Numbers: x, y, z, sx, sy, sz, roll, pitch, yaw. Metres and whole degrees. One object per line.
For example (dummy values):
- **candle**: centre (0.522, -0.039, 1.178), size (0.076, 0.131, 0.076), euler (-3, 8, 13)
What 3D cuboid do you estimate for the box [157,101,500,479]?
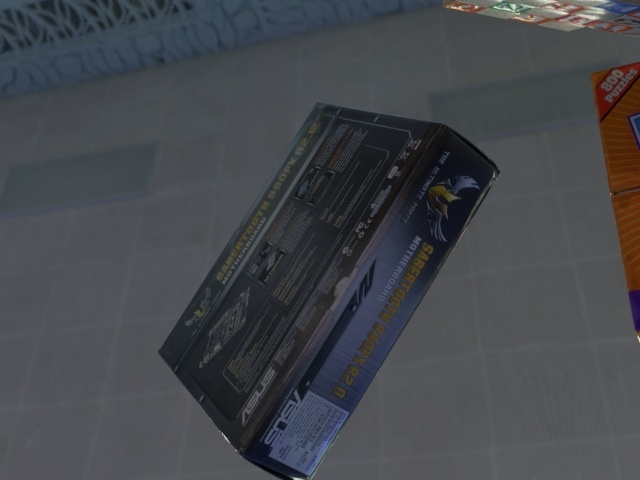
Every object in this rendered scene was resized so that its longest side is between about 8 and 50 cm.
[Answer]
- **box**: centre (-0.006, 0.021, 0.590), size (0.231, 0.056, 0.183), euler (-58, -152, -4)

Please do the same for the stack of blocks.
- **stack of blocks**: centre (0.311, -0.296, 0.988), size (0.297, 0.087, 0.171), euler (7, -176, -13)

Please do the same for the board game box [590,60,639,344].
- **board game box**: centre (0.584, -0.028, 1.148), size (0.356, 0.356, 0.357), euler (-11, -114, 21)
